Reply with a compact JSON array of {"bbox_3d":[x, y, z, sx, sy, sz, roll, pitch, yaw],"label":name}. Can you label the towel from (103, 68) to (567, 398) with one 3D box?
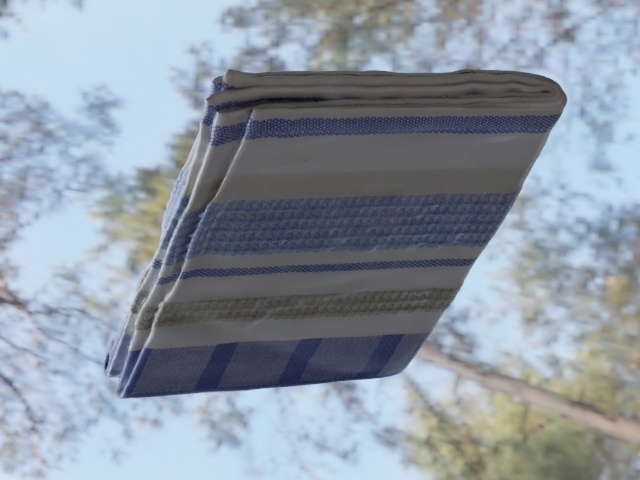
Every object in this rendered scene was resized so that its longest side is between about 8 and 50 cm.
[{"bbox_3d":[0.000,0.000,1.131,0.209,0.285,0.034,-2,-125,-22],"label":"towel"}]
